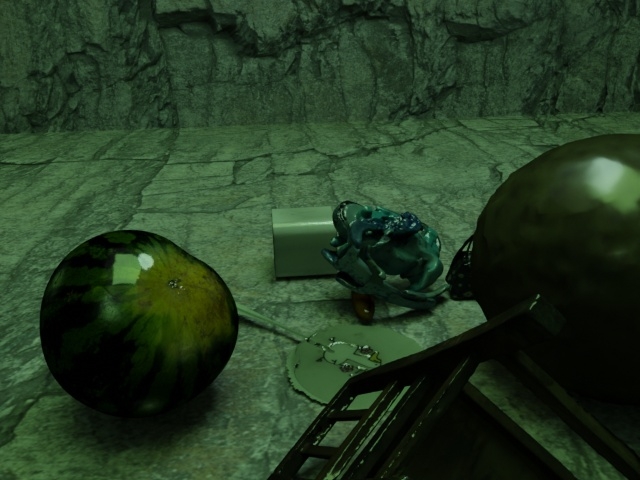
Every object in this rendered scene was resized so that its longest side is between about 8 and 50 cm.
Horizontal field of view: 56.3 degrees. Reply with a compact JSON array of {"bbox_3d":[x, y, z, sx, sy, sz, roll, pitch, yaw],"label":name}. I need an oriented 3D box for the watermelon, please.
[{"bbox_3d":[-0.249,0.117,0.834,0.269,0.268,0.269,-1,22,0],"label":"watermelon"}]

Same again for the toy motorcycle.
[{"bbox_3d":[0.136,0.027,1.127,0.260,0.154,0.206,16,48,-27],"label":"toy motorcycle"}]

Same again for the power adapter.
[{"bbox_3d":[0.000,0.000,1.275,0.205,0.130,0.125,-2,22,-6],"label":"power adapter"}]

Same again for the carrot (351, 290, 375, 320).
[{"bbox_3d":[0.078,0.107,1.116,0.048,0.048,0.139,0,23,1],"label":"carrot"}]

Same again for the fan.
[{"bbox_3d":[-0.002,0.174,0.995,0.415,0.012,0.233,19,28,35],"label":"fan"}]

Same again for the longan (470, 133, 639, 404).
[{"bbox_3d":[0.410,0.041,0.852,0.391,0.391,0.391,-1,22,0],"label":"longan"}]

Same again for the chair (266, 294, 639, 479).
[{"bbox_3d":[0.123,0.243,0.551,0.241,0.416,0.203,42,65,3],"label":"chair"}]

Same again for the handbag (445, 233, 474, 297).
[{"bbox_3d":[0.306,0.041,1.146,0.115,0.139,0.072,0,30,-1],"label":"handbag"}]
